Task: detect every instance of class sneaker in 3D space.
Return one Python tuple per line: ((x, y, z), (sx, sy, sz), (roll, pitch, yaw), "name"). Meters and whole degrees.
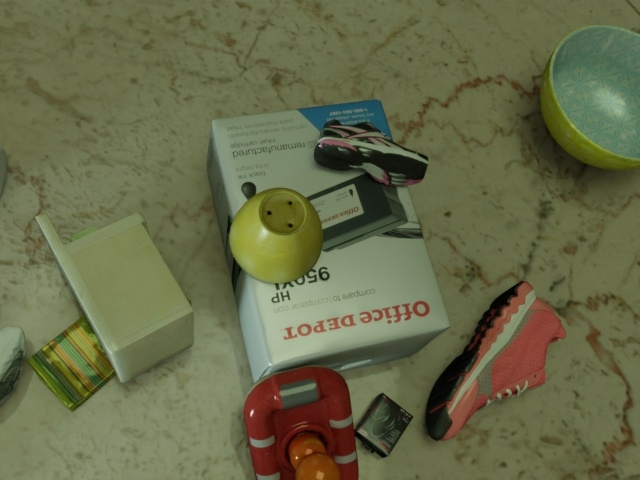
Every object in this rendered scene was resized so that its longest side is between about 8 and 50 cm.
((-0.498, 0.208, 0.960), (0.115, 0.090, 0.232), (25, 64, 2), "sneaker")
((0.291, 0.208, 1.118), (0.136, 0.116, 0.314), (40, 66, 4), "sneaker")
((0.081, -0.142, 1.058), (0.178, 0.072, 0.077), (15, 55, -13), "sneaker")

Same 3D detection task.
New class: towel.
((-0.314, 0.138, 1.063), (0.102, 0.021, 0.237), (44, 66, 6), "towel")

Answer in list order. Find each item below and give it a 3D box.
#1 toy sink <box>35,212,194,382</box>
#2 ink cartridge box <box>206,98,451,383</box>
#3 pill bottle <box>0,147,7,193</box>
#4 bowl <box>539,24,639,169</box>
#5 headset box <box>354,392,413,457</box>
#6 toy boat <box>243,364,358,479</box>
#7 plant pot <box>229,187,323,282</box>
((-0.287, 0.058, 1.013), (0.131, 0.153, 0.234), (-28, 71, -21), "toy sink")
((0.000, 0.000, 1.109), (0.285, 0.166, 0.395), (-10, 71, -15), "ink cartridge box")
((-0.581, -0.115, 1.057), (0.186, 0.112, 0.112), (10, 67, -8), "pill bottle")
((0.530, -0.242, 1.330), (0.289, 0.156, 0.290), (4, 67, -10), "bowl")
((0.094, 0.289, 1.087), (0.062, 0.032, 0.083), (38, 64, 4), "headset box")
((-0.015, 0.295, 0.957), (0.150, 0.151, 0.231), (-12, 111, -11), "toy boat")
((-0.055, -0.020, 0.962), (0.134, 0.095, 0.134), (4, 68, -9), "plant pot")
